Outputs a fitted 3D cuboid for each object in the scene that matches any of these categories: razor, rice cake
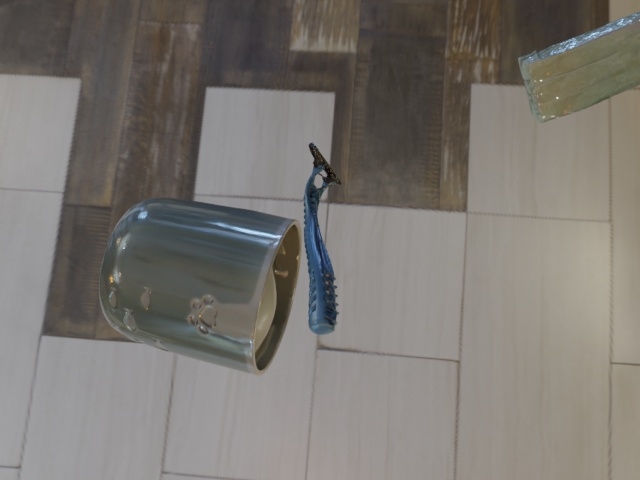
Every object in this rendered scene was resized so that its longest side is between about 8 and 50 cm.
[{"bbox_3d":[0.000,0.000,0.841,0.042,0.082,0.253,-18,51,20],"label":"razor"},{"bbox_3d":[0.408,-0.261,1.029,0.211,0.124,0.038,-25,38,4],"label":"rice cake"}]

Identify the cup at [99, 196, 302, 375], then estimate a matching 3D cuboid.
[{"bbox_3d":[-0.197,0.097,1.173,0.275,0.356,0.259,13,48,9],"label":"cup"}]
